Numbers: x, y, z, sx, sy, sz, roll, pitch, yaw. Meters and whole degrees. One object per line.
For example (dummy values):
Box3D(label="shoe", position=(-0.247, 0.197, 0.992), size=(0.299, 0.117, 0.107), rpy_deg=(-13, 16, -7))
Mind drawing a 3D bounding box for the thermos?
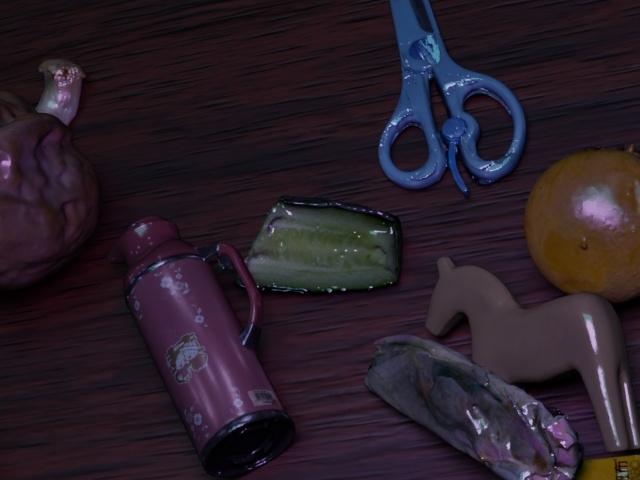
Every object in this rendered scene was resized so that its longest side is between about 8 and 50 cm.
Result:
Box3D(label="thermos", position=(-0.139, 0.093, 1.641), size=(0.136, 0.109, 0.330), rpy_deg=(-56, 50, 34))

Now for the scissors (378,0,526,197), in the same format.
Box3D(label="scissors", position=(0.134, -0.220, 1.779), size=(0.180, 0.032, 0.393), rpy_deg=(-16, 59, 8))

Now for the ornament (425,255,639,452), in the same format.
Box3D(label="ornament", position=(0.212, 0.116, 1.529), size=(0.230, 0.061, 0.245), rpy_deg=(-19, 73, 39))

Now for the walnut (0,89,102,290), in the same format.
Box3D(label="walnut", position=(-0.394, -0.061, 1.729), size=(0.273, 0.273, 0.227), rpy_deg=(24, 109, 27))

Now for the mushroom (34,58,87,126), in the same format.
Box3D(label="mushroom", position=(-0.359, -0.146, 1.888), size=(0.059, 0.054, 0.202), rpy_deg=(9, 72, 29))

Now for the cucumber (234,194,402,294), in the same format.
Box3D(label="cucumber", position=(0.000, 0.000, 1.678), size=(0.193, 0.086, 0.115), rpy_deg=(5, 108, 18))

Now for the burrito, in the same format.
Box3D(label="burrito", position=(0.151, 0.167, 1.495), size=(0.309, 0.066, 0.096), rpy_deg=(25, 106, 49))

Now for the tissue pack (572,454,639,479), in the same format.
Box3D(label="tissue pack", position=(0.273, 0.299, 1.426), size=(0.120, 0.082, 0.169), rpy_deg=(-6, 61, 15))

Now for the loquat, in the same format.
Box3D(label="loquat", position=(0.301, -0.006, 1.545), size=(0.172, 0.149, 0.205), rpy_deg=(4, 87, 14))
